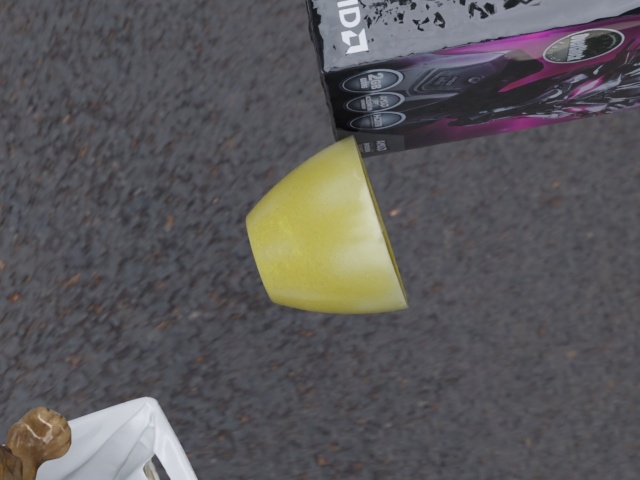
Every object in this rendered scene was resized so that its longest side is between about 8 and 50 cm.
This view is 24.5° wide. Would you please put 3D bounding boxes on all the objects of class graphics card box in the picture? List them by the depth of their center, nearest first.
[{"bbox_3d":[0.179,-0.158,1.073,0.371,0.233,0.094,-9,78,2],"label":"graphics card box"}]

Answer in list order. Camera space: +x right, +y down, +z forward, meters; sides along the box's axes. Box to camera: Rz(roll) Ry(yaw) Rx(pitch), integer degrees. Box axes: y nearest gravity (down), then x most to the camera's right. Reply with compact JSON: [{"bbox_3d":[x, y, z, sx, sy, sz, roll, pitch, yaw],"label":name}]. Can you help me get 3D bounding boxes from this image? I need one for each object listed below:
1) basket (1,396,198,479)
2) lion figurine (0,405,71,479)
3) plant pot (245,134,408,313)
[{"bbox_3d":[-0.167,0.187,0.930,0.167,0.103,0.113,-17,71,-34],"label":"basket"},{"bbox_3d":[-0.264,0.200,0.777,0.142,0.392,0.240,32,28,-8],"label":"lion figurine"},{"bbox_3d":[0.000,0.000,1.090,0.095,0.134,0.134,-18,84,4],"label":"plant pot"}]
